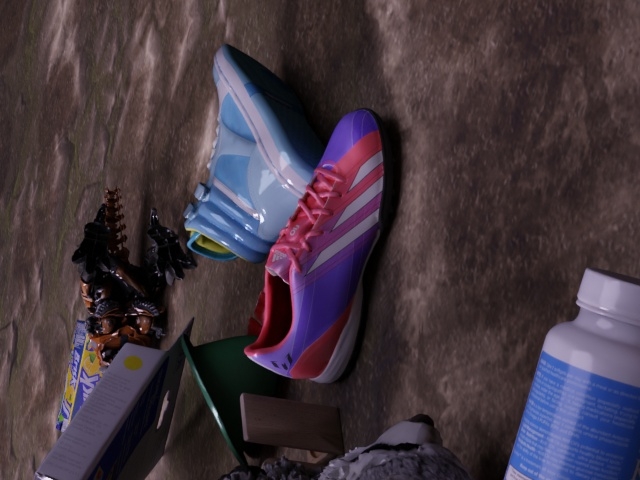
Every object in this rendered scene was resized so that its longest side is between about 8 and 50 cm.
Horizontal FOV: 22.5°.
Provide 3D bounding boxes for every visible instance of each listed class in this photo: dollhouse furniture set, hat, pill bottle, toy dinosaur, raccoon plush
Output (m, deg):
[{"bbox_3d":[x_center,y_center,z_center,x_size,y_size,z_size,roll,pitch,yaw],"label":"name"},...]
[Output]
[{"bbox_3d":[-0.062,0.277,1.809,0.151,0.123,0.144,-45,42,44],"label":"dollhouse furniture set"},{"bbox_3d":[-0.056,0.147,1.949,0.208,0.183,0.173,66,177,-23],"label":"hat"},{"bbox_3d":[0.234,0.140,1.340,0.124,0.124,0.221,26,102,60],"label":"pill bottle"},{"bbox_3d":[-0.296,0.064,2.298,0.322,0.164,0.218,59,150,24],"label":"toy dinosaur"},{"bbox_3d":[0.035,0.385,1.519,0.299,0.216,0.446,-4,82,59],"label":"raccoon plush"}]

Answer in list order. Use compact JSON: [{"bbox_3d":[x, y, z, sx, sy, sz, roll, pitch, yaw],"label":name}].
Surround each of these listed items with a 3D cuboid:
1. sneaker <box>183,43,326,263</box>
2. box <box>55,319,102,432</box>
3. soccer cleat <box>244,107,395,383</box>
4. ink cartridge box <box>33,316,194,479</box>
[{"bbox_3d":[-0.112,-0.099,2.009,0.208,0.127,0.319,-49,37,18],"label":"sneaker"},{"bbox_3d":[-0.346,0.208,2.403,0.054,0.059,0.169,9,87,62],"label":"box"},{"bbox_3d":[0.000,0.000,1.816,0.108,0.116,0.318,11,89,61],"label":"soccer cleat"},{"bbox_3d":[-0.271,0.276,1.996,0.307,0.072,0.304,-60,-9,-45],"label":"ink cartridge box"}]
